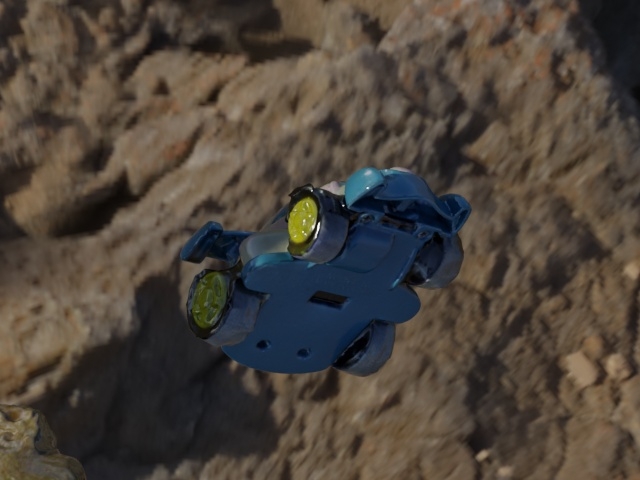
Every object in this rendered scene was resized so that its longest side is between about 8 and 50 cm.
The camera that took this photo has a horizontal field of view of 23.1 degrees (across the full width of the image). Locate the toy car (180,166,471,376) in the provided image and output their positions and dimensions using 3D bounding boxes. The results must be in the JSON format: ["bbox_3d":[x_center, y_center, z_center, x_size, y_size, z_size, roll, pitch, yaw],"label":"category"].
[{"bbox_3d":[0.000,0.000,0.899,0.126,0.161,0.098,12,40,-36],"label":"toy car"}]

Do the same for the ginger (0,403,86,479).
[{"bbox_3d":[-0.192,0.169,0.959,0.213,0.074,0.137,23,104,32],"label":"ginger"}]
